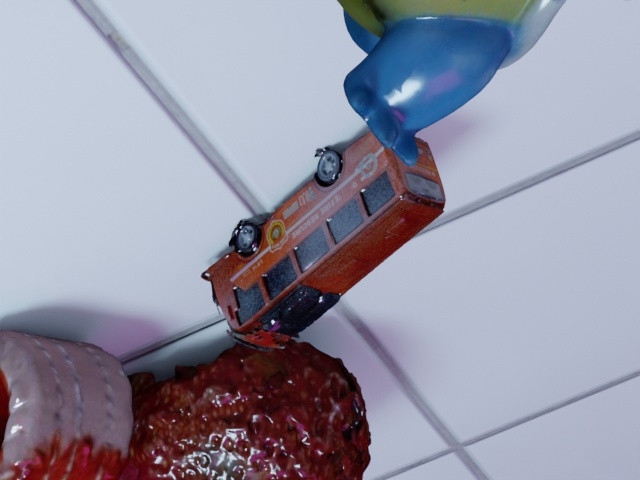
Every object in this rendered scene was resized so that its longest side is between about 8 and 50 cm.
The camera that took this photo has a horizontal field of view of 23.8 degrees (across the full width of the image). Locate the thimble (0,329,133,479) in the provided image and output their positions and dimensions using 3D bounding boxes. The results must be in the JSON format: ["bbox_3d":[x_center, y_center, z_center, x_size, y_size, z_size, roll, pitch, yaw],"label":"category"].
[{"bbox_3d":[-0.255,0.170,1.310,0.125,0.163,0.189,11,139,-41],"label":"thimble"}]

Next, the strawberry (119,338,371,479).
[{"bbox_3d":[-0.076,0.230,1.446,0.274,0.220,0.274,-10,148,-6],"label":"strawberry"}]

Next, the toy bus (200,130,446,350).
[{"bbox_3d":[0.000,0.000,1.241,0.073,0.096,0.235,17,133,-40],"label":"toy bus"}]

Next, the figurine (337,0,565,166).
[{"bbox_3d":[0.077,-0.194,0.824,0.243,0.298,0.416,-20,155,-22],"label":"figurine"}]
